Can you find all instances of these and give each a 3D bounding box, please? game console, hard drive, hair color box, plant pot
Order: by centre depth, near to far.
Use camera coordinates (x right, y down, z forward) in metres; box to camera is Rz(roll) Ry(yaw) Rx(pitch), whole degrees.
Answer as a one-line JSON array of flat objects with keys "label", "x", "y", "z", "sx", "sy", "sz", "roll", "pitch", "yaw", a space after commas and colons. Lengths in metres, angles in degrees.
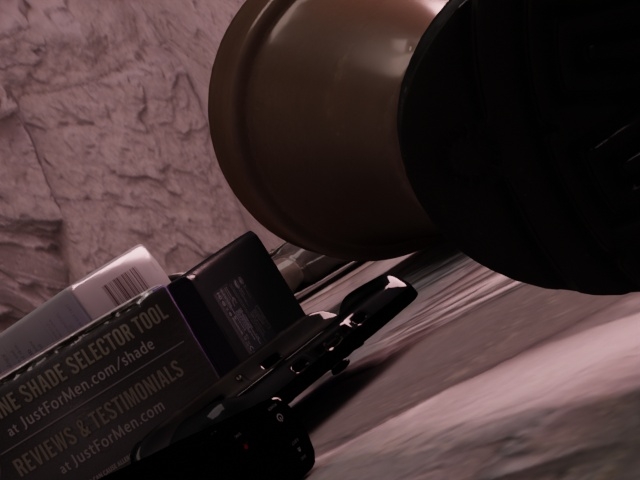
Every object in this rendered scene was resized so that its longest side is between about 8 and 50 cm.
[{"label": "game console", "x": -0.054, "y": 0.103, "z": 0.853, "sx": 0.213, "sy": 0.044, "sz": 0.361, "roll": -28, "pitch": 5, "yaw": 39}, {"label": "hair color box", "x": -0.197, "y": 0.141, "z": 1.101, "sx": 0.185, "sy": 0.110, "sz": 0.339, "roll": -32, "pitch": 0, "yaw": -25}, {"label": "hard drive", "x": -0.051, "y": 0.051, "z": 1.199, "sx": 0.022, "sy": 0.094, "sz": 0.135, "roll": -30, "pitch": 3, "yaw": 22}, {"label": "plant pot", "x": 0.073, "y": -0.098, "z": 1.353, "sx": 0.263, "sy": 0.263, "sz": 0.229, "roll": -33, "pitch": 21, "yaw": -16}]

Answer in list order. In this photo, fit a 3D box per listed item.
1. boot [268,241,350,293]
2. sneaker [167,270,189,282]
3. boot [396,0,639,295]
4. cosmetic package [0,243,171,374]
[{"label": "boot", "x": 0.001, "y": 0.002, "z": 1.782, "sx": 0.208, "sy": 0.076, "sz": 0.189, "roll": -39, "pitch": 17, "yaw": -5}, {"label": "sneaker", "x": -0.171, "y": 0.108, "z": 1.612, "sx": 0.262, "sy": 0.099, "sz": 0.121, "roll": -31, "pitch": -2, "yaw": 2}, {"label": "boot", "x": 0.189, "y": -0.098, "z": 0.668, "sx": 0.348, "sy": 0.131, "sz": 0.260, "roll": -21, "pitch": 10, "yaw": 2}, {"label": "cosmetic package", "x": -0.226, "y": 0.103, "z": 1.400, "sx": 0.231, "sy": 0.085, "sz": 0.117, "roll": -34, "pitch": 1, "yaw": 32}]
